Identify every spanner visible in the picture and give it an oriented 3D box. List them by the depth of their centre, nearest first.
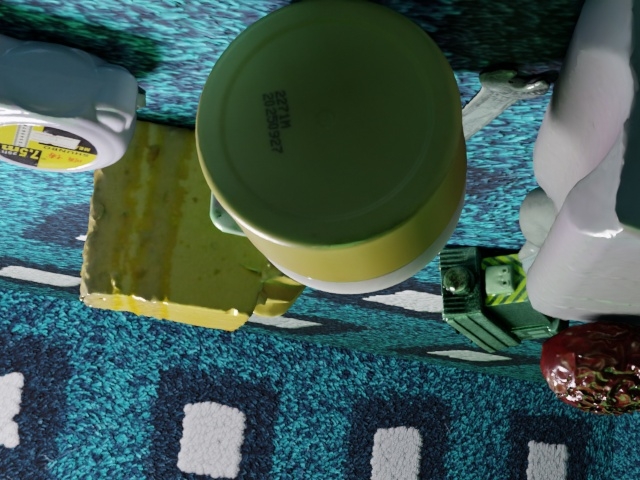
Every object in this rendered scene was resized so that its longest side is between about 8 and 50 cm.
[{"bbox_3d":[0.154,-0.124,1.102,0.071,0.017,0.302,9,167,-11],"label":"spanner"}]

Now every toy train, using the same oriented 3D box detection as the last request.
[{"bbox_3d":[0.314,0.096,1.806,0.178,0.138,0.330,-9,161,22],"label":"toy train"}]

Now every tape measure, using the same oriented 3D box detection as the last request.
[{"bbox_3d":[-0.282,-0.142,1.065,0.196,0.105,0.178,10,160,-22],"label":"tape measure"}]

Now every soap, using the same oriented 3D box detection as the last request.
[{"bbox_3d":[0.367,-0.046,0.909,0.350,0.212,0.435,4,169,4],"label":"soap"}]

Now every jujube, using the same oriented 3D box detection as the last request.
[{"bbox_3d":[0.301,0.126,1.041,0.166,0.104,0.104,-5,164,32],"label":"jujube"}]

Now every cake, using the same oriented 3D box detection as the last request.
[{"bbox_3d":[-0.142,-0.008,1.323,0.286,0.222,0.227,8,170,-7],"label":"cake"}]

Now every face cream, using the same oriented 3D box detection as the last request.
[{"bbox_3d":[0.017,-0.076,0.916,0.218,0.218,0.179,4,167,10],"label":"face cream"}]

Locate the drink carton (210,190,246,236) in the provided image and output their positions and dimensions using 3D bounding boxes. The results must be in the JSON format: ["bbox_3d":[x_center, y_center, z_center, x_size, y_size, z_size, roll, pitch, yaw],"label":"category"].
[{"bbox_3d":[-0.024,-0.086,1.124,0.146,0.144,0.142,11,158,-24],"label":"drink carton"}]

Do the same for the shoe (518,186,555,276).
[{"bbox_3d":[0.304,-0.033,1.305,0.100,0.103,0.251,48,154,8],"label":"shoe"}]
